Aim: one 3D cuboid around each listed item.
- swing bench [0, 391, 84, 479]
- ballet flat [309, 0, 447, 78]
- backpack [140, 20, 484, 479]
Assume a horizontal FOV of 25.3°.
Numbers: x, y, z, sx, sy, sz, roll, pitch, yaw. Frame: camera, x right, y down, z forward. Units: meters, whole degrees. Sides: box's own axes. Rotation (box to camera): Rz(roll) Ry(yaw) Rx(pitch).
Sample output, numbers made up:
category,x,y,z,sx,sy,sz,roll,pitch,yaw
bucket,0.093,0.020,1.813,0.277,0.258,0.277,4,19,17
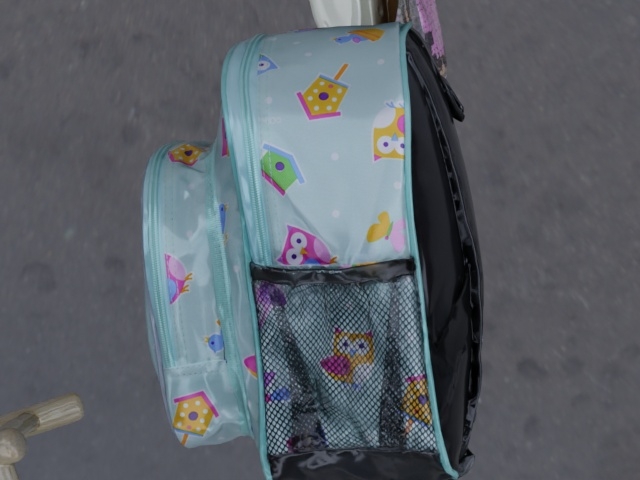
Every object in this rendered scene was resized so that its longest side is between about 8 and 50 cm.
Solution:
category,x,y,z,sx,sy,sz,roll,pitch,yaw
swing bench,-0.236,0.252,0.826,0.254,0.165,0.253,-18,90,3
ballet flat,0.018,-0.168,0.758,0.076,0.079,0.222,-10,86,30
backpack,0.000,0.000,0.615,0.144,0.166,0.188,2,97,8
